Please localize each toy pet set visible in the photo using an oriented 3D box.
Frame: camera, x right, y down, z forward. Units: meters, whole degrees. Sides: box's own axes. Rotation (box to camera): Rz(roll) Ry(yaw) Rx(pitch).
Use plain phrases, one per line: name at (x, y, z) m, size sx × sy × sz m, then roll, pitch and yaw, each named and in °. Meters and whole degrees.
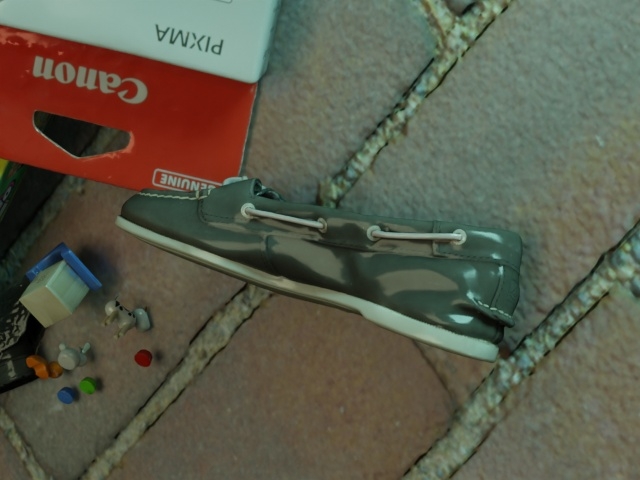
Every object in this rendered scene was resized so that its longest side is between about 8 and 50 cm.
toy pet set at (-0.204, 0.065, 1.487) m, size 0.122 × 0.065 × 0.114 m, roll -25°, pitch 114°, yaw 38°

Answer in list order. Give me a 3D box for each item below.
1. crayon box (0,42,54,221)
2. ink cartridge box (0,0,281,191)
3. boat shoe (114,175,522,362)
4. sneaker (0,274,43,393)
crayon box at (-0.429, -0.066, 1.478) m, size 0.313 × 0.106 × 0.363 m, roll 29°, pitch 104°, yaw -2°
ink cartridge box at (-0.178, -0.161, 1.352) m, size 0.275 × 0.060 × 0.239 m, roll 13°, pitch 102°, yaw 2°
boat shoe at (0.000, 0.000, 1.299) m, size 0.335 × 0.112 × 0.095 m, roll 18°, pitch 87°, yaw 28°
sneaker at (-0.305, 0.096, 1.556) m, size 0.170 × 0.051 × 0.089 m, roll -22°, pitch 80°, yaw 30°
